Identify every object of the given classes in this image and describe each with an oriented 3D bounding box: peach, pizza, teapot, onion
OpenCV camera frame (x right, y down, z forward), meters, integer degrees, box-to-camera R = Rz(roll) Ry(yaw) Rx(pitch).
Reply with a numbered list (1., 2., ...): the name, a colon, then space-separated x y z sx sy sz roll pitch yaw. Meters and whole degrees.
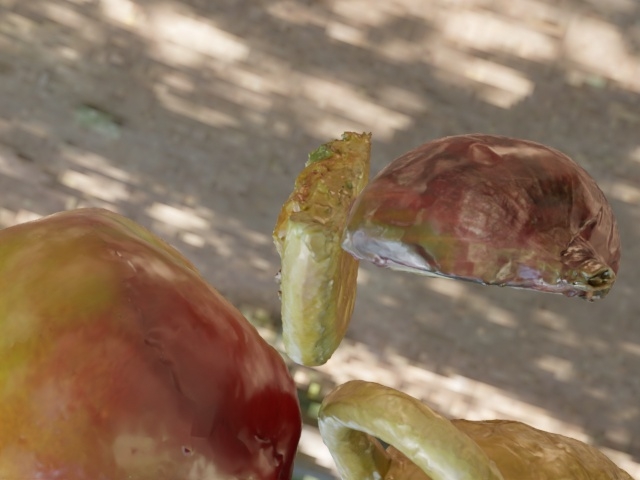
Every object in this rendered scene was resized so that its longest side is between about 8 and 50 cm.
1. peach: -0.107 0.090 0.780 0.197 0.197 0.197 18 167 4
2. pizza: 0.000 0.000 1.530 0.058 0.197 0.292 10 168 6
3. teapot: 0.091 0.181 0.842 0.167 0.203 0.311 17 141 48
4. onion: 0.119 -0.017 1.228 0.151 0.098 0.206 6 177 44
